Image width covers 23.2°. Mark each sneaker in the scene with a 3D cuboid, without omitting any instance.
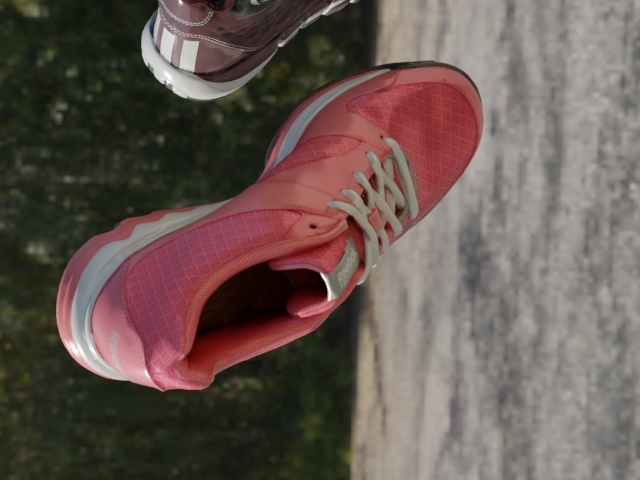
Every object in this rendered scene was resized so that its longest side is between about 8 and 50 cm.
[{"bbox_3d":[0.000,0.001,0.945,0.136,0.314,0.116,23,142,54],"label":"sneaker"},{"bbox_3d":[-0.005,-0.221,1.054,0.281,0.106,0.162,-49,-8,-21],"label":"sneaker"}]
